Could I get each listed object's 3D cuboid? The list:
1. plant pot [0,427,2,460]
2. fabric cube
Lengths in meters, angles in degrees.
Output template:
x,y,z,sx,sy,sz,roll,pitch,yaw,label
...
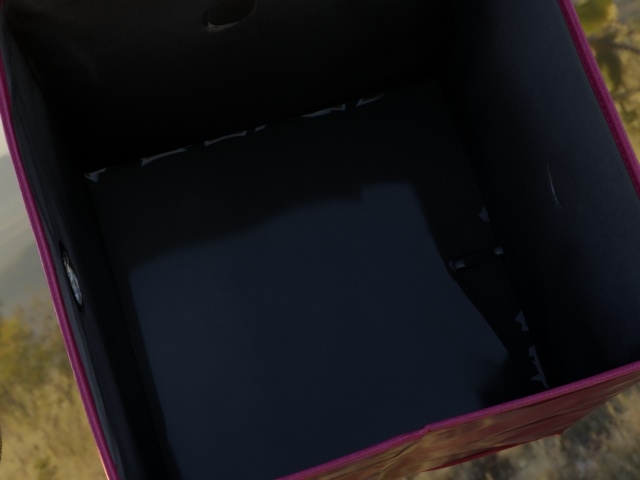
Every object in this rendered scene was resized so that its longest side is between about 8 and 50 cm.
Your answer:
x,y,z,sx,sy,sz,roll,pitch,yaw,label
-0.421,0.082,1.007,0.275,0.275,0.293,-31,43,4,plant pot
0.000,0.000,0.635,0.259,0.254,0.258,-16,-15,-7,fabric cube
